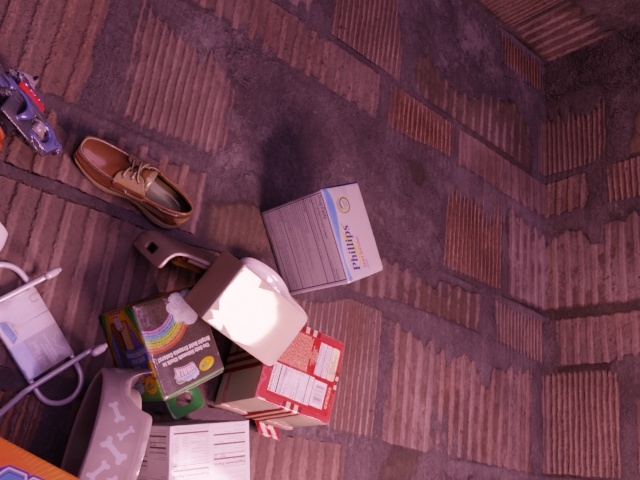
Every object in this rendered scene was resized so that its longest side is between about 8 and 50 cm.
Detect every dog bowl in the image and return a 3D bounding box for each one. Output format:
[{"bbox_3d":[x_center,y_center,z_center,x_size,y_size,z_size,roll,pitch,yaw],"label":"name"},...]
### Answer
[{"bbox_3d":[-0.448,0.422,1.326,0.102,0.349,0.348,20,65,-22],"label":"dog bowl"}]

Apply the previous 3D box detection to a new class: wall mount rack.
[{"bbox_3d":[-0.633,0.217,1.347,0.304,0.130,0.350,-35,102,-41],"label":"wall mount rack"}]

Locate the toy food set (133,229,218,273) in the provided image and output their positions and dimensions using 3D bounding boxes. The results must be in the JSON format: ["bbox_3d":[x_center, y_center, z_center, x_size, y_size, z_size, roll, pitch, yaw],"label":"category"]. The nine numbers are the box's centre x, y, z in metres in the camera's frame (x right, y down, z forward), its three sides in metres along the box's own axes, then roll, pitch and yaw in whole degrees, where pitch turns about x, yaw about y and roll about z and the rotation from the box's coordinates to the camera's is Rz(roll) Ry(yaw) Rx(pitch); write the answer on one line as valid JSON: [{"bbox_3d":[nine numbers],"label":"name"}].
[{"bbox_3d":[-0.302,0.082,1.626,0.306,0.220,0.092,26,90,-33],"label":"toy food set"}]

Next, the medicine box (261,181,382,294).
[{"bbox_3d":[0.000,0.000,1.854,0.149,0.289,0.263,-17,90,-43],"label":"medicine box"}]

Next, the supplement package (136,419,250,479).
[{"bbox_3d":[-0.314,0.486,1.465,0.204,0.262,0.145,9,73,-40],"label":"supplement package"}]

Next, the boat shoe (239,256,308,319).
[{"bbox_3d":[-0.143,0.167,1.814,0.277,0.098,0.096,51,50,-21],"label":"boat shoe"}]

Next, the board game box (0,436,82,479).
[{"bbox_3d":[-0.600,0.521,0.996,0.356,0.356,0.356,30,47,-4],"label":"board game box"}]

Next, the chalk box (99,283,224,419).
[{"bbox_3d":[-0.366,0.274,1.537,0.180,0.179,0.289,-19,93,-44],"label":"chalk box"}]

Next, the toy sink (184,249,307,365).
[{"bbox_3d":[-0.173,0.158,1.512,0.234,0.131,0.153,42,82,-33],"label":"toy sink"}]

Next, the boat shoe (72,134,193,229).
[{"bbox_3d":[-0.450,-0.154,1.613,0.324,0.120,0.122,37,57,-29],"label":"boat shoe"}]

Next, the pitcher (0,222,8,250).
[{"bbox_3d":[-0.765,0.004,1.304,0.178,0.125,0.207,48,63,-7],"label":"pitcher"}]

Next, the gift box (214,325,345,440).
[{"bbox_3d":[-0.100,0.367,1.687,0.276,0.258,0.255,32,59,-23],"label":"gift box"}]

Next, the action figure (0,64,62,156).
[{"bbox_3d":[-0.734,-0.278,1.367,0.330,0.178,0.341,-60,142,-39],"label":"action figure"}]
